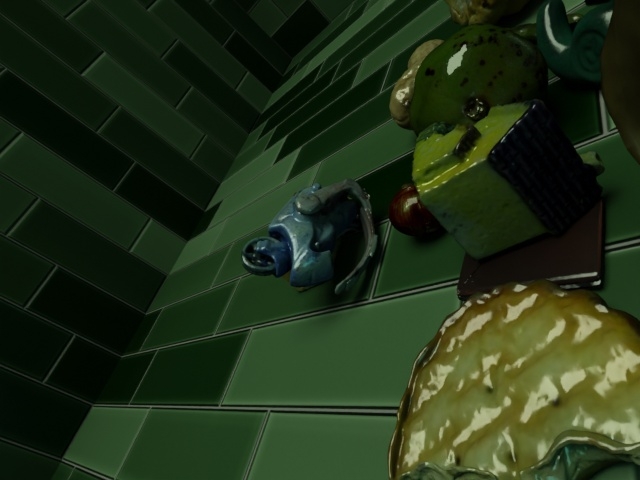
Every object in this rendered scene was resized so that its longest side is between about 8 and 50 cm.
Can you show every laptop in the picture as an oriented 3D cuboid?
[{"bbox_3d":[0.312,0.017,0.657,0.207,0.026,0.154,-17,40,48],"label":"laptop"}]

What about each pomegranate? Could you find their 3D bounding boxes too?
[{"bbox_3d":[0.294,-0.279,0.837,0.254,0.254,0.270,-38,19,26],"label":"pomegranate"}]

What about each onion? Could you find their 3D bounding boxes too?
[{"bbox_3d":[0.187,-0.061,0.855,0.118,0.118,0.117,-53,4,-2],"label":"onion"}]

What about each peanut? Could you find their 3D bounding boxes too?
[{"bbox_3d":[0.285,-0.401,1.115,0.159,0.143,0.291,12,55,24],"label":"peanut"}]

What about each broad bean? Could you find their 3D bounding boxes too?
[{"bbox_3d":[0.476,-0.479,1.005,0.060,0.043,0.297,-41,25,-1],"label":"broad bean"}]

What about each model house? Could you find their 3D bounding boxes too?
[{"bbox_3d":[0.272,-0.111,0.640,0.211,0.194,0.170,-27,30,40],"label":"model house"}]

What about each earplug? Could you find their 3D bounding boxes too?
[{"bbox_3d":[0.503,-0.364,0.702,0.280,0.164,0.257,-29,20,36],"label":"earplug"}]

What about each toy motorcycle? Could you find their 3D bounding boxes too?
[{"bbox_3d":[-0.002,-0.018,0.961,0.241,0.182,0.319,5,42,36],"label":"toy motorcycle"}]

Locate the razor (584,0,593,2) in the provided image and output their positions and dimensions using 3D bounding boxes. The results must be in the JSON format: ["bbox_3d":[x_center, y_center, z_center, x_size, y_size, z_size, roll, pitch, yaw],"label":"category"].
[{"bbox_3d":[0.587,-0.465,0.797,0.093,0.056,0.324,-45,26,16],"label":"razor"}]

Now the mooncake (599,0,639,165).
[{"bbox_3d":[0.452,-0.193,0.269,0.467,0.262,0.467,-8,69,22],"label":"mooncake"}]

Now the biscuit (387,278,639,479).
[{"bbox_3d":[0.239,0.190,0.499,0.329,0.078,0.335,-56,26,-15],"label":"biscuit"}]

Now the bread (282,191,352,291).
[{"bbox_3d":[-0.030,-0.005,1.151,0.142,0.178,0.266,110,180,-52],"label":"bread"}]

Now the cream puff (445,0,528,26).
[{"bbox_3d":[0.471,-0.727,1.129,0.257,0.291,0.324,-23,9,-8],"label":"cream puff"}]
